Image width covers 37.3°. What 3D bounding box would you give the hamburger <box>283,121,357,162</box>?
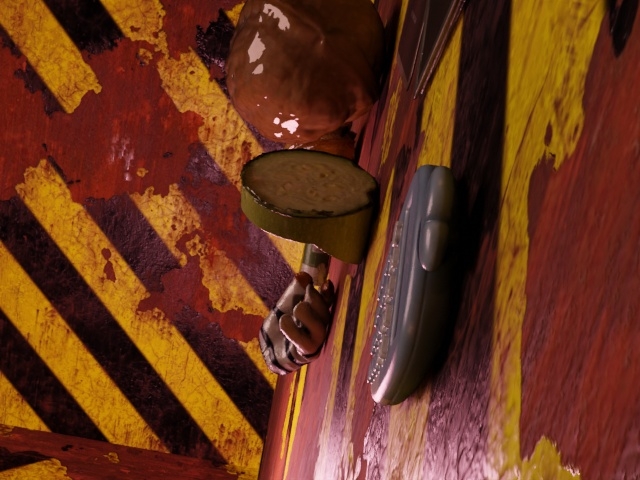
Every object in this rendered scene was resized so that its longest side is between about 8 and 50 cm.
[{"bbox_3d":[-0.006,-0.167,2.005,0.283,0.157,0.143,102,178,-59],"label":"hamburger"}]

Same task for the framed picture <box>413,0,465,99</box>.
[{"bbox_3d":[0.146,-0.299,1.053,0.252,0.014,0.197,109,171,-69],"label":"framed picture"}]

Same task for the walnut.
[{"bbox_3d":[-0.024,-0.328,1.721,0.344,0.306,0.306,166,114,-82],"label":"walnut"}]

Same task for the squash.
[{"bbox_3d":[-0.028,-0.049,1.443,0.220,0.220,0.133,-85,10,-61],"label":"squash"}]

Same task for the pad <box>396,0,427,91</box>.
[{"bbox_3d":[0.137,-0.327,1.391,0.266,0.002,0.176,-88,9,-68],"label":"pad"}]

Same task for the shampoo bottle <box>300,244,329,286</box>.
[{"bbox_3d":[0.000,0.000,2.162,0.065,0.065,0.204,-95,15,-78],"label":"shampoo bottle"}]

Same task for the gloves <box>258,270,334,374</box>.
[{"bbox_3d":[-0.032,0.161,1.863,0.219,0.131,0.140,-41,21,28],"label":"gloves"}]

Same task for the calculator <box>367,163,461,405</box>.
[{"bbox_3d":[0.080,0.041,0.833,0.302,0.042,0.188,107,174,-64],"label":"calculator"}]
